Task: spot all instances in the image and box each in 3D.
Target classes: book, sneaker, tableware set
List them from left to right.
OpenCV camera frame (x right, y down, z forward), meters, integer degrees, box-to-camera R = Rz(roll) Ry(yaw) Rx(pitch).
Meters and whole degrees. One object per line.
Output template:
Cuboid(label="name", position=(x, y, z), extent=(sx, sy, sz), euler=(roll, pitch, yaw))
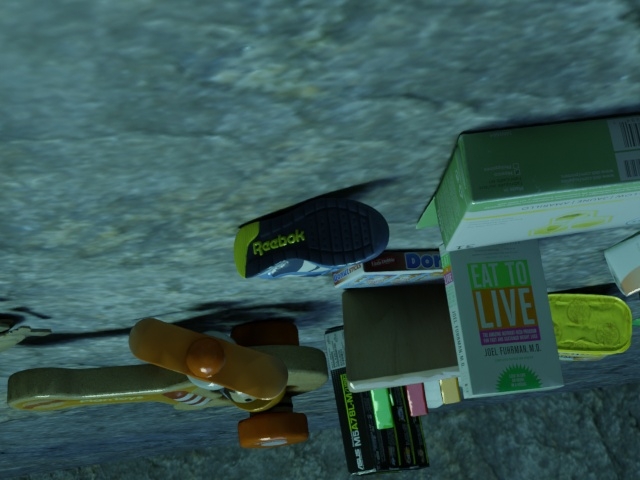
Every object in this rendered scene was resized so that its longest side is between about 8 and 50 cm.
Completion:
Cuboid(label="tableware set", position=(-0.347, 0.088, 1.049), extent=(0.128, 0.039, 0.194), euler=(-21, 171, 5))
Cuboid(label="sneaker", position=(0.000, 0.000, 0.857), extent=(0.144, 0.053, 0.059), euler=(-8, 169, 40))
Cuboid(label="sneaker", position=(0.174, 0.190, 1.688), extent=(0.094, 0.080, 0.212), euler=(30, 152, -6))
Cuboid(label="book", position=(0.166, 0.071, 1.040), extent=(0.096, 0.144, 0.035), euler=(-3, 165, -22))

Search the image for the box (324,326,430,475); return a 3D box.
Cuboid(label="box", position=(0.078, 0.214, 1.485), extent=(0.045, 0.191, 0.184), euler=(-16, 165, 23))

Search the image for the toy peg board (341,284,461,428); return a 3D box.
Cuboid(label="toy peg board", position=(0.109, 0.114, 1.140), extent=(0.160, 0.079, 0.161), euler=(-9, -150, 4))

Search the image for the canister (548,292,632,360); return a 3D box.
Cuboid(label="canister", position=(0.334, 0.118, 1.464), extent=(0.126, 0.073, 0.170), euler=(1, 169, 8))

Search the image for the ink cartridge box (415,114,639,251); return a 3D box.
Cuboid(label="ink cartridge box", position=(0.170, -0.028, 0.836), extent=(0.171, 0.056, 0.235), euler=(-7, 164, -5))

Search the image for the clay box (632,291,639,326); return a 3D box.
Cuboid(label="clay box", position=(0.507, 0.067, 1.418), extent=(0.222, 0.053, 0.127), euler=(-5, 166, -7))

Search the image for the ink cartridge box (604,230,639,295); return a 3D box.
Cuboid(label="ink cartridge box", position=(0.325, -0.022, 0.848), extent=(0.179, 0.045, 0.145), euler=(-26, 177, 40))

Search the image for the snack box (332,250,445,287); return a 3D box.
Cuboid(label="snack box", position=(0.104, 0.027, 1.086), extent=(0.178, 0.022, 0.064), euler=(-1, 166, -26))

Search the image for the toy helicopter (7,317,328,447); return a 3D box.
Cuboid(label="toy helicopter", position=(-0.165, 0.156, 1.233), extent=(0.355, 0.140, 0.235), euler=(-3, 164, -10))
